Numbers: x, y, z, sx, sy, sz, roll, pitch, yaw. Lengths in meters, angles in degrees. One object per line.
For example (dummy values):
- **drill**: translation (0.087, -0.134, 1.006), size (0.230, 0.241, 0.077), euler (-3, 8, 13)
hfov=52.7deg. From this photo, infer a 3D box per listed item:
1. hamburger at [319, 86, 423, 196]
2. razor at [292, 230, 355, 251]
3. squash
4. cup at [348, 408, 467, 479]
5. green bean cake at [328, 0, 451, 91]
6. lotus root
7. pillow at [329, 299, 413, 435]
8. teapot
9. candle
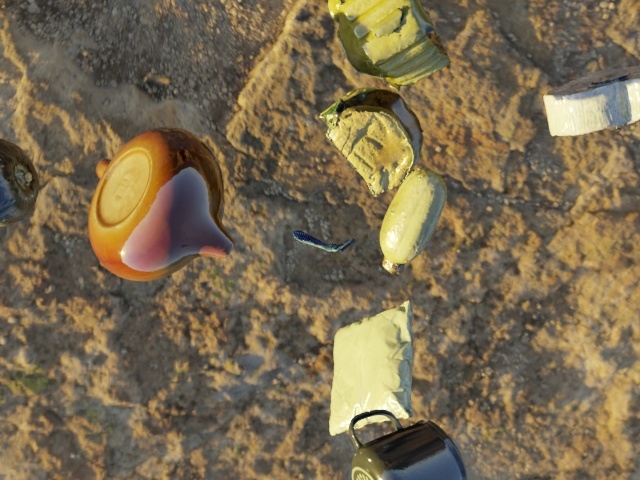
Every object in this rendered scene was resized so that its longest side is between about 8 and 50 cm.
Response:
- **hamburger**: translation (0.148, -0.268, 1.645), size (0.211, 0.132, 0.309), euler (-30, 125, 16)
- **razor**: translation (0.002, 0.004, 1.315), size (0.044, 0.155, 0.028), euler (-39, 126, -35)
- **squash**: translation (-0.674, -0.118, 1.340), size (0.156, 0.193, 0.193), euler (-30, 121, -3)
- **cup**: translation (0.147, 0.399, 1.165), size (0.177, 0.223, 0.169), euler (-21, 153, -22)
- **green bean cake**: translation (0.141, -0.502, 1.491), size (0.202, 0.284, 0.310), euler (-29, 162, 19)
- **lotus root**: translation (0.142, -0.030, 1.033), size (0.077, 0.090, 0.182), euler (22, 110, -3)
- **pillow**: translation (0.112, 0.300, 1.515), size (0.076, 0.274, 0.281), euler (25, 145, -28)
- **teapot**: translation (-0.186, -0.040, 0.752), size (0.135, 0.252, 0.178), euler (36, 86, -44)
- **candle**: translation (0.404, -0.196, 0.888), size (0.192, 0.168, 0.068), euler (-11, 105, 11)
